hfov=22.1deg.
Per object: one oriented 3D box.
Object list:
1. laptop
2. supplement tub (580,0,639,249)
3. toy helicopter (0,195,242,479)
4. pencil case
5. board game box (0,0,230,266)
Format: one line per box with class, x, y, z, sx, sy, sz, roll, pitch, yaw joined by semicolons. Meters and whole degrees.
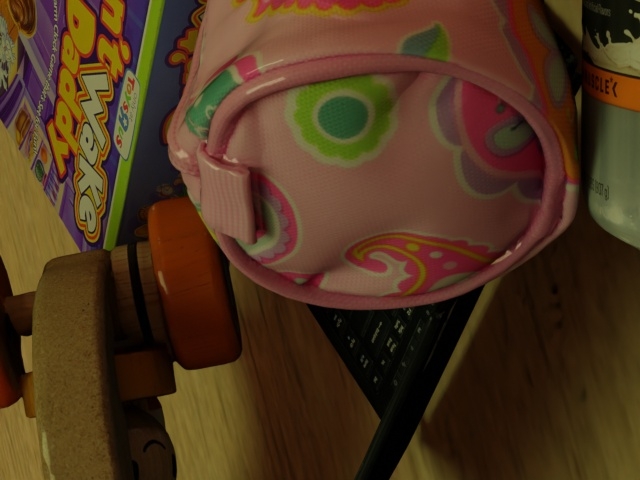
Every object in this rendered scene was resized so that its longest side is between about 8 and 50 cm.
laptop;0.000;0.000;0.678;0.264;0.136;0.234;56;143;32
supplement tub;0.130;-0.094;0.447;0.117;0.117;0.190;21;117;55
toy helicopter;-0.089;0.156;0.841;0.355;0.140;0.235;82;176;-57
pencil case;0.014;-0.118;0.537;0.124;0.124;0.284;120;155;-49
board game box;-0.098;-0.181;0.835;0.233;0.078;0.347;53;141;36
